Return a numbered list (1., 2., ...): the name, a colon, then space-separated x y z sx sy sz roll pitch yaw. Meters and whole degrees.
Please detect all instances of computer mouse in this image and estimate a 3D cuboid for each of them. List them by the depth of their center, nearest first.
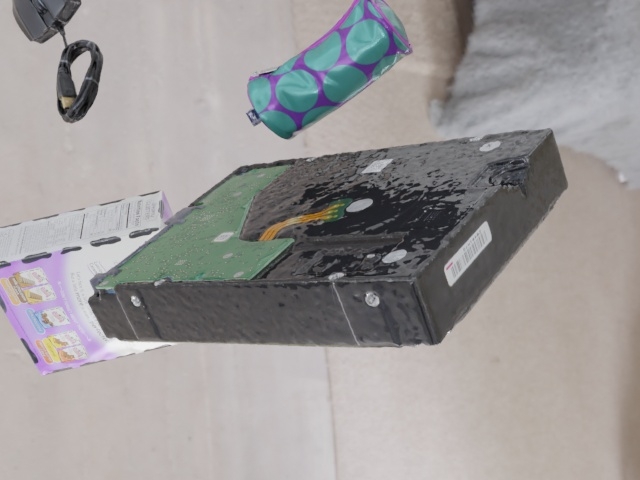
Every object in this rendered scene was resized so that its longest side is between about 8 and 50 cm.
1. computer mouse: -0.239 -0.187 0.923 0.041 0.071 0.242 36 18 -44

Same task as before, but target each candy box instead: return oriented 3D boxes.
1. candy box: -0.237 0.048 1.128 0.070 0.196 0.164 -98 174 -51

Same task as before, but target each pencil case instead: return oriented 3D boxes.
1. pencil case: 0.005 -0.151 0.913 0.070 0.152 0.064 51 21 -16

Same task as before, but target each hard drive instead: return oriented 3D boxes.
1. hard drive: 0.000 0.000 0.848 0.237 0.339 0.064 -43 120 -44
